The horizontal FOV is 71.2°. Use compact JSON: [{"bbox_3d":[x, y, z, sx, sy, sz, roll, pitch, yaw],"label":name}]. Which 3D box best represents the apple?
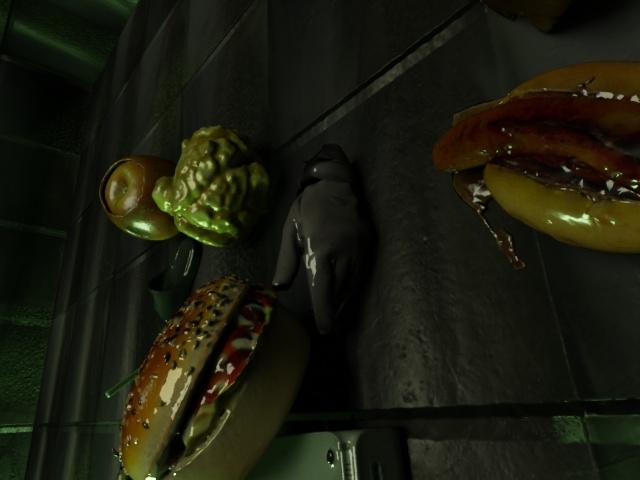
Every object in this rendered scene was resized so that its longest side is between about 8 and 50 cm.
[{"bbox_3d":[-0.452,-0.111,1.164,0.236,0.207,0.237,-16,69,47],"label":"apple"}]

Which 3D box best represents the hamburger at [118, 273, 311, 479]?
[{"bbox_3d":[-0.145,0.181,0.594,0.300,0.176,0.300,-54,11,16],"label":"hamburger"}]

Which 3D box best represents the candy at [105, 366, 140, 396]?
[{"bbox_3d":[-0.255,0.184,0.793,0.078,0.287,0.084,43,128,8],"label":"candy"}]

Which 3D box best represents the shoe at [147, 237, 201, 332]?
[{"bbox_3d":[-0.374,0.104,1.092,0.108,0.093,0.241,27,98,50],"label":"shoe"}]

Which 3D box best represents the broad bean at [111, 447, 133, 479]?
[{"bbox_3d":[-0.494,0.674,1.083,0.075,0.067,0.325,7,81,21],"label":"broad bean"}]

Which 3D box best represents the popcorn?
[{"bbox_3d":[-0.204,-0.109,0.883,0.254,0.195,0.256,-21,63,35],"label":"popcorn"}]

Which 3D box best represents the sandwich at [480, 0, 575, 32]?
[{"bbox_3d":[0.231,-0.296,0.482,0.090,0.088,0.244,-49,41,17],"label":"sandwich"}]

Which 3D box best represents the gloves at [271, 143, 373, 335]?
[{"bbox_3d":[0.002,-0.008,0.637,0.119,0.142,0.286,126,145,-68],"label":"gloves"}]

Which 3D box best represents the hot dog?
[{"bbox_3d":[0.217,-0.069,0.403,0.326,0.107,0.194,7,84,52],"label":"hot dog"}]

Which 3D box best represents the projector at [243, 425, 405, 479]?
[{"bbox_3d":[-0.008,0.341,0.547,0.250,0.108,0.198,-27,59,44],"label":"projector"}]
